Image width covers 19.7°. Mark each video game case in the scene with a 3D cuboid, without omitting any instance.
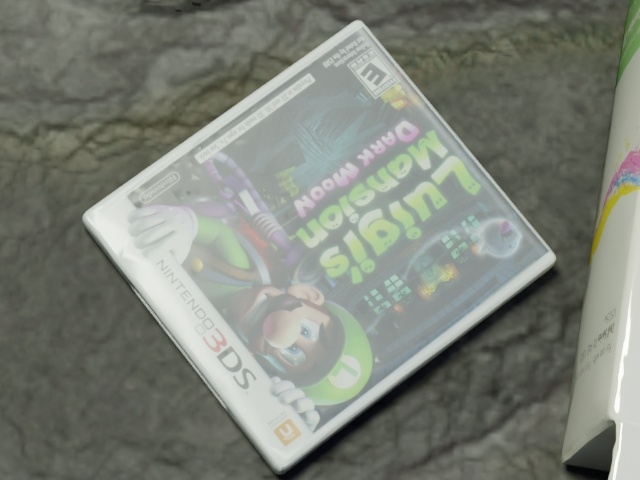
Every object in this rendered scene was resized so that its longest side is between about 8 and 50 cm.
[{"bbox_3d":[0.000,0.000,0.979,0.190,0.022,0.173,-36,81,-14],"label":"video game case"}]

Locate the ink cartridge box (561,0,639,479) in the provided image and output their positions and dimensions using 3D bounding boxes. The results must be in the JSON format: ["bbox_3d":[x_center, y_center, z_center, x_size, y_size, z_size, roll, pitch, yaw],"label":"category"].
[{"bbox_3d":[0.245,0.026,0.943,0.207,0.119,0.353,12,73,-2],"label":"ink cartridge box"}]
